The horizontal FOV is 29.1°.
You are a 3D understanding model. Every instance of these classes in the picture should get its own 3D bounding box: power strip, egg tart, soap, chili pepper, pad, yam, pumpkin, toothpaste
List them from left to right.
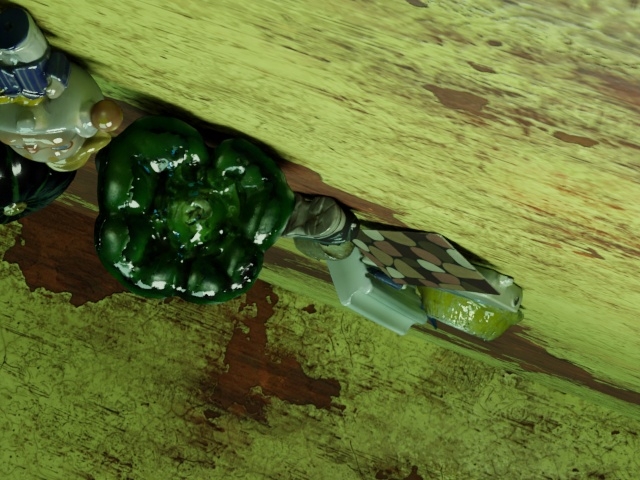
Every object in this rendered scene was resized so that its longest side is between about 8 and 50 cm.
[{"bbox_3d":[-0.499,-0.148,1.861,0.248,0.248,0.248,21,174,2],"label":"pumpkin"},{"bbox_3d":[-0.174,-0.036,1.586,0.248,0.233,0.256,26,179,-5],"label":"chili pepper"},{"bbox_3d":[0.000,0.000,1.992,0.069,0.070,0.146,24,172,-23],"label":"yam"},{"bbox_3d":[0.094,0.076,2.076,0.198,0.066,0.119,31,-148,-52],"label":"soap"},{"bbox_3d":[0.108,0.062,1.981,0.083,0.019,0.027,24,-161,-38],"label":"toothpaste"},{"bbox_3d":[0.142,0.030,1.828,0.158,0.003,0.235,42,159,-32],"label":"pad"},{"bbox_3d":[0.193,0.055,1.939,0.270,0.046,0.118,16,171,36],"label":"power strip"},{"bbox_3d":[0.250,0.119,2.144,0.197,0.078,0.197,24,177,1],"label":"egg tart"}]

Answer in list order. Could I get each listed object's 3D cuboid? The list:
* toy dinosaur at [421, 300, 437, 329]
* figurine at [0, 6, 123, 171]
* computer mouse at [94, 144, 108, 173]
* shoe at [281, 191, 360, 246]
[{"bbox_3d":[0.151,0.099,2.367,0.247,0.075,0.188,29,165,-13],"label":"toy dinosaur"},{"bbox_3d":[-0.340,-0.178,1.404,0.193,0.133,0.274,-8,154,25],"label":"figurine"},{"bbox_3d":[-0.201,-0.056,1.978,0.373,0.114,0.203,18,172,22],"label":"computer mouse"},{"bbox_3d":[0.005,-0.023,1.811,0.099,0.071,0.169,22,171,-31],"label":"shoe"}]
